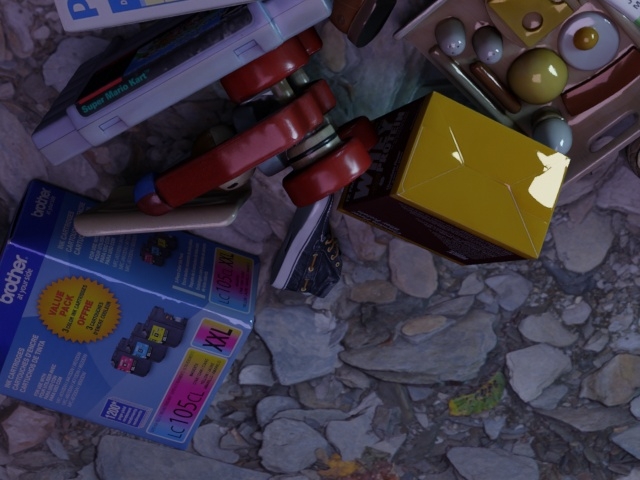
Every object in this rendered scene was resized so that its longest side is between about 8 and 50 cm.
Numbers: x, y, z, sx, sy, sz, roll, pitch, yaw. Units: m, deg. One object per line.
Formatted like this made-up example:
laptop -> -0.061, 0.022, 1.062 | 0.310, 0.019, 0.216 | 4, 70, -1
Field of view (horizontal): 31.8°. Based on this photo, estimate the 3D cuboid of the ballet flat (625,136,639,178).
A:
ballet flat -> 0.498, -0.065, 1.456 | 0.250, 0.058, 0.084 | 32, 119, -21

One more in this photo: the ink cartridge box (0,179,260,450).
ink cartridge box -> -0.315, 0.098, 1.520 | 0.395, 0.151, 0.270 | 21, 123, -12

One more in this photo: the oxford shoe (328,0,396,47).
oxford shoe -> 0.072, -0.326, 1.265 | 0.076, 0.076, 0.212 | 42, 112, 16

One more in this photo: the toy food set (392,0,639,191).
toy food set -> 0.266, -0.212, 1.328 | 0.219, 0.092, 0.306 | -38, 118, 24

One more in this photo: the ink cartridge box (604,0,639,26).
ink cartridge box -> 0.284, -0.337, 1.042 | 0.272, 0.115, 0.198 | 29, 113, -19

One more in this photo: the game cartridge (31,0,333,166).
game cartridge -> -0.144, -0.220, 1.238 | 0.355, 0.230, 0.068 | -26, 110, 17

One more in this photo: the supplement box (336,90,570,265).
supplement box -> 0.154, -0.067, 1.351 | 0.191, 0.194, 0.129 | 23, 79, -16

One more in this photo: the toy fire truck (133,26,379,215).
toy fire truck -> -0.085, -0.109, 1.284 | 0.254, 0.302, 0.169 | -30, 100, 14

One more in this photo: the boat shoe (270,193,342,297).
boat shoe -> 0.000, 0.000, 1.504 | 0.083, 0.065, 0.183 | 15, 130, -14

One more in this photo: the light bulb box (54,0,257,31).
light bulb box -> -0.101, -0.422, 1.052 | 0.361, 0.225, 0.358 | -6, 121, 15

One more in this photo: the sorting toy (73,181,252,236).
sorting toy -> -0.187, -0.037, 1.385 | 0.193, 0.208, 0.038 | -4, 103, 3
